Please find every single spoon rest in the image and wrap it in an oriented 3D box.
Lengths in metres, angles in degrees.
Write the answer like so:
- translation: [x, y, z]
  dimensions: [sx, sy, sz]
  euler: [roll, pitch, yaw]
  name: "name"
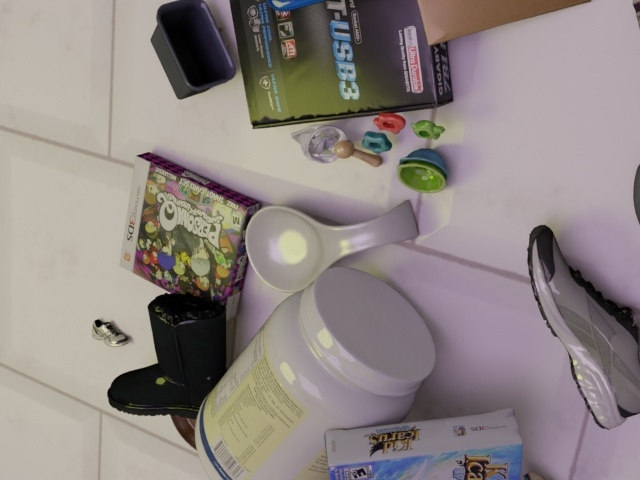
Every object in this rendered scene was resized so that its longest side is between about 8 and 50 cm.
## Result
- translation: [0.000, 0.000, 1.221]
  dimensions: [0.276, 0.084, 0.137]
  euler: [-13, 97, 32]
  name: "spoon rest"

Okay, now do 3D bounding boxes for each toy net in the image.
- translation: [0.058, -0.124, 1.136]
  dimensions: [0.232, 0.122, 0.045]
  euler: [9, 65, 21]
  name: "toy net"

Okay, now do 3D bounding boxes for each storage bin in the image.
- translation: [-0.194, -0.282, 1.257]
  dimensions: [0.091, 0.098, 0.135]
  euler: [-22, 93, 61]
  name: "storage bin"

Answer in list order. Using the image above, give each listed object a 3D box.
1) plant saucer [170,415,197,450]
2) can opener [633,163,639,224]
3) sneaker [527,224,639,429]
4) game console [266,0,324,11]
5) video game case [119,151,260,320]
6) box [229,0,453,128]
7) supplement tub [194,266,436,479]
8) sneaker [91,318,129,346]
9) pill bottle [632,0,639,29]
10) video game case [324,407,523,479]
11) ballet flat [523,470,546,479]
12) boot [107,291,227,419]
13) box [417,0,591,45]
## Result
- translation: [-0.190, 0.292, 1.447]
  dimensions: [0.168, 0.029, 0.168]
  euler: [9, 109, 27]
  name: "plant saucer"
- translation: [0.448, 0.034, 0.991]
  dimensions: [0.095, 0.076, 0.283]
  euler: [-5, 104, 64]
  name: "can opener"
- translation: [0.341, 0.098, 1.053]
  dimensions: [0.108, 0.100, 0.271]
  euler: [-28, 93, 19]
  name: "sneaker"
- translation: [0.060, -0.443, 1.015]
  dimensions: [0.293, 0.250, 0.173]
  euler: [-6, 133, 28]
  name: "game console"
- translation: [-0.219, -0.007, 1.370]
  dimensions: [0.232, 0.042, 0.210]
  euler: [26, 117, 22]
  name: "video game case"
- translation: [0.018, -0.311, 1.130]
  dimensions: [0.293, 0.073, 0.295]
  euler: [-1, 104, 31]
  name: "box"
- translation: [-0.011, 0.218, 1.198]
  dimensions: [0.235, 0.235, 0.325]
  euler: [45, 121, 12]
  name: "supplement tub"
- translation: [-0.384, 0.167, 1.522]
  dimensions: [0.083, 0.032, 0.037]
  euler: [14, 111, 26]
  name: "sneaker"
- translation: [0.421, -0.221, 0.862]
  dimensions: [0.169, 0.169, 0.301]
  euler: [-12, 98, 32]
  name: "pill bottle"
- translation: [0.141, 0.346, 1.126]
  dimensions: [0.244, 0.061, 0.269]
  euler: [-8, 129, 0]
  name: "video game case"
- translation: [0.336, 0.387, 1.163]
  dimensions: [0.052, 0.057, 0.168]
  euler: [-24, 95, 5]
  name: "ballet flat"
- translation: [-0.253, 0.182, 1.369]
  dimensions: [0.246, 0.094, 0.207]
  euler: [3, 113, 23]
  name: "boot"
- translation: [0.206, -0.339, 1.000]
  dimensions: [0.201, 0.021, 0.164]
  euler: [-14, 99, 12]
  name: "box"
